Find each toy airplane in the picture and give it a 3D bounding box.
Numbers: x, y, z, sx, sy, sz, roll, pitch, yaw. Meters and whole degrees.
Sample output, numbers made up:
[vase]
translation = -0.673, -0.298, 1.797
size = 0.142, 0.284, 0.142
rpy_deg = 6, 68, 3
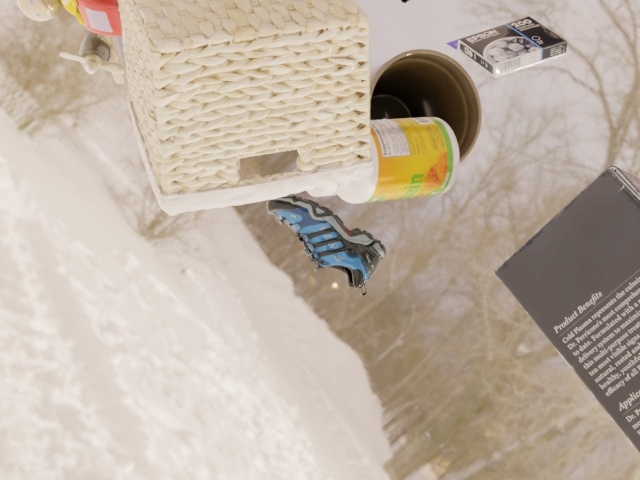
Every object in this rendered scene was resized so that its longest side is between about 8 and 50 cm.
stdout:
[toy airplane]
translation = -0.475, -0.526, 1.742
size = 0.386, 0.272, 0.384
rpy_deg = 65, -14, -1

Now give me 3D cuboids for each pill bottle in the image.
[pill bottle]
translation = 0.095, -0.133, 1.468
size = 0.136, 0.245, 0.136
rpy_deg = 25, -61, 60

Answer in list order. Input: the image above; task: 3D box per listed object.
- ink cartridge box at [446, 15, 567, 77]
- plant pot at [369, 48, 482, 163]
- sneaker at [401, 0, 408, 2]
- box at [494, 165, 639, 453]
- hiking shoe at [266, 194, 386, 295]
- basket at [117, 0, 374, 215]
[ink cartridge box]
translation = 0.436, -0.468, 2.074
size = 0.208, 0.206, 0.045
rpy_deg = 50, -26, 46
[plant pot]
translation = 0.222, -0.324, 2.341
size = 0.323, 0.323, 0.280
rpy_deg = 50, -13, -13
[sneaker]
translation = 0.215, -0.583, 2.064
size = 0.031, 0.035, 0.083
rpy_deg = 30, -18, -9
[box]
translation = 0.644, 0.150, 1.609
size = 0.480, 0.297, 0.472
rpy_deg = 7, 43, -56
[hiking shoe]
translation = 0.000, 0.000, 2.026
size = 0.304, 0.132, 0.113
rpy_deg = 28, -12, -1
[basket]
translation = -0.118, -0.254, 1.309
size = 0.331, 0.328, 0.266
rpy_deg = -119, -157, -49
